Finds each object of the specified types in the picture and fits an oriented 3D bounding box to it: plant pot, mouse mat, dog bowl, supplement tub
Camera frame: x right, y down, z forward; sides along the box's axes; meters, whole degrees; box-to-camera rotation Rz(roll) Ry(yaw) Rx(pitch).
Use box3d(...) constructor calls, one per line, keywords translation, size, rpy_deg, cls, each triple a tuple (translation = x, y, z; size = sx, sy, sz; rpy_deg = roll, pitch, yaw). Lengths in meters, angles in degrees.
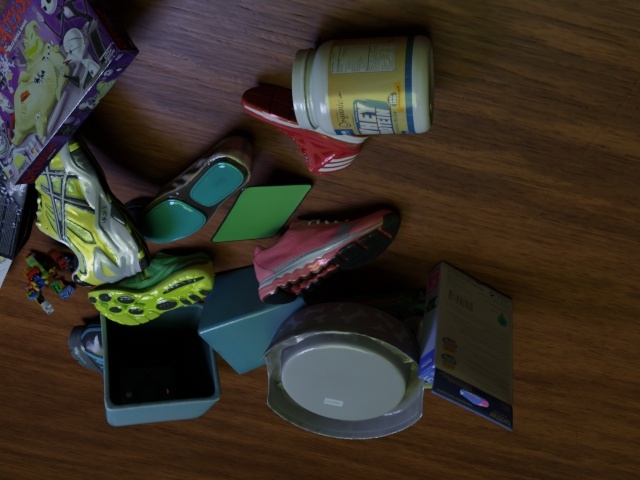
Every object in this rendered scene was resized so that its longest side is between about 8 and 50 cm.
box3d(translation=(-0.109, 0.151, 1.491), size=(0.234, 0.165, 0.165), rpy_deg=(-21, 128, 21), cls="plant pot")
box3d(translation=(-0.392, 0.316, 1.625), size=(0.248, 0.247, 0.252), rpy_deg=(-1, 147, -22), cls="plant pot")
box3d(translation=(-0.114, -0.052, 1.318), size=(0.153, 0.007, 0.189), rpy_deg=(-6, 150, -35), cls="mouse mat")
box3d(translation=(0.049, 0.262, 1.394), size=(0.349, 0.102, 0.348), rpy_deg=(6, 132, 6), cls="dog bowl")
box3d(translation=(0.068, -0.233, 1.047), size=(0.200, 0.144, 0.144), rpy_deg=(0, 136, 13), cls="supplement tub")

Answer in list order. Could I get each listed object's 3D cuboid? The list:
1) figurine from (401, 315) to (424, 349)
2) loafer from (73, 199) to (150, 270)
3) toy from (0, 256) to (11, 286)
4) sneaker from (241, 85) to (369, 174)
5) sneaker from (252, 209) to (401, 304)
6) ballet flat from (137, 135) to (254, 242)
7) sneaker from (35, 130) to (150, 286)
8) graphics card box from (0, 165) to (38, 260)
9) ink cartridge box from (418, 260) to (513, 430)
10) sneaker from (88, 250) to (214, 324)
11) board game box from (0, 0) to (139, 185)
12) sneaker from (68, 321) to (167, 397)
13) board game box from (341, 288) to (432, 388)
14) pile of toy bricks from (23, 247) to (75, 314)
box3d(translation=(0.210, 0.266, 1.525), size=(0.215, 0.092, 0.209), rpy_deg=(-28, 131, 34), cls="figurine")
box3d(translation=(-0.451, 0.015, 1.469), size=(0.109, 0.095, 0.303), rpy_deg=(39, 131, -25), cls="loafer")
box3d(translation=(-0.757, 0.009, 1.564), size=(0.137, 0.056, 0.237), rpy_deg=(30, 127, -15), cls="toy")
box3d(translation=(-0.037, -0.174, 1.179), size=(0.221, 0.087, 0.128), rpy_deg=(19, 136, -4), cls="sneaker")
box3d(translation=(-0.001, 0.000, 1.335), size=(0.314, 0.136, 0.116), rpy_deg=(-28, 156, 10), cls="sneaker")
box3d(translation=(-0.227, -0.095, 1.292), size=(0.316, 0.106, 0.107), rpy_deg=(-28, 126, 36), cls="ballet flat")
box3d(translation=(-0.457, -0.089, 1.234), size=(0.147, 0.145, 0.384), rpy_deg=(-29, 97, -6), cls="sneaker")
box3d(translation=(-0.754, -0.129, 1.367), size=(0.371, 0.094, 0.232), rpy_deg=(22, 124, -8), cls="graphics card box")
box3d(translation=(0.284, 0.204, 1.332), size=(0.186, 0.311, 0.065), rpy_deg=(28, 133, -15), cls="ink cartridge box")
box3d(translation=(-0.363, 0.100, 1.510), size=(0.296, 0.123, 0.109), rpy_deg=(-14, 123, 12), cls="sneaker")
box3d(translation=(-0.447, -0.268, 1.099), size=(0.347, 0.056, 0.208), rpy_deg=(-38, 78, 32), cls="board game box")
box3d(translation=(-0.498, 0.333, 1.797), size=(0.140, 0.125, 0.341), rpy_deg=(-18, 131, 22), cls="sneaker")
box3d(translation=(0.197, 0.235, 1.582), size=(0.214, 0.046, 0.317), rpy_deg=(-9, 133, 21), cls="board game box")
box3d(translation=(-0.642, 0.074, 1.592), size=(0.105, 0.118, 0.212), rpy_deg=(42, 154, 10), cls="pile of toy bricks")
